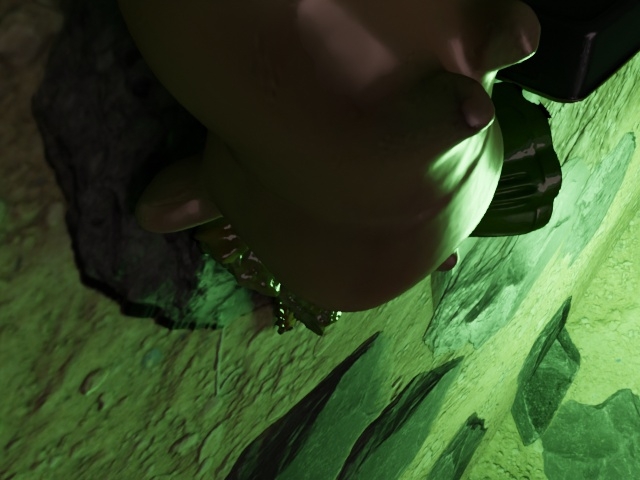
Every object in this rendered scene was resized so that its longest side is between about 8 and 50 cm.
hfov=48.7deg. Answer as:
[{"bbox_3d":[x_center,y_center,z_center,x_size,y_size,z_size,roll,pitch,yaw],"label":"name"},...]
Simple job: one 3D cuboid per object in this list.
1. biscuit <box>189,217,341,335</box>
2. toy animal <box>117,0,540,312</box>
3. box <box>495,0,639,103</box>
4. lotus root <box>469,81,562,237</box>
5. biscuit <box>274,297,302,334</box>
[{"bbox_3d":[-0.003,-0.016,0.684,0.187,0.036,0.273,-58,149,-5],"label":"biscuit"},{"bbox_3d":[-0.001,-0.096,0.445,0.237,0.269,0.326,-49,119,-19],"label":"toy animal"},{"bbox_3d":[0.282,-0.253,0.805,0.201,0.144,0.090,-37,144,-30],"label":"box"},{"bbox_3d":[0.146,-0.073,0.790,0.186,0.186,0.186,-39,149,-30],"label":"lotus root"},{"bbox_3d":[0.001,0.000,0.761,0.144,0.016,0.203,-39,148,-29],"label":"biscuit"}]
